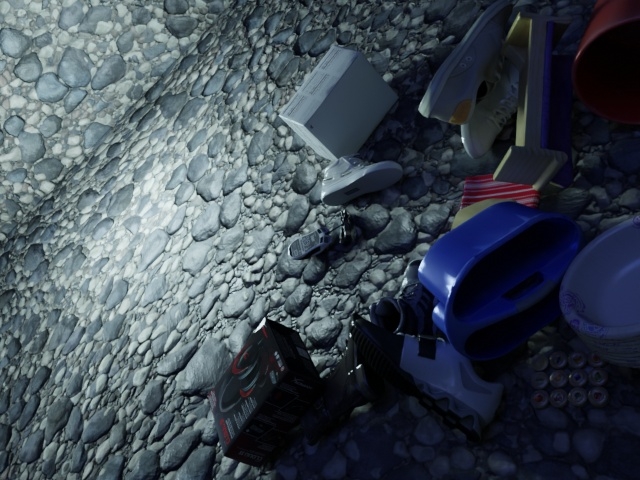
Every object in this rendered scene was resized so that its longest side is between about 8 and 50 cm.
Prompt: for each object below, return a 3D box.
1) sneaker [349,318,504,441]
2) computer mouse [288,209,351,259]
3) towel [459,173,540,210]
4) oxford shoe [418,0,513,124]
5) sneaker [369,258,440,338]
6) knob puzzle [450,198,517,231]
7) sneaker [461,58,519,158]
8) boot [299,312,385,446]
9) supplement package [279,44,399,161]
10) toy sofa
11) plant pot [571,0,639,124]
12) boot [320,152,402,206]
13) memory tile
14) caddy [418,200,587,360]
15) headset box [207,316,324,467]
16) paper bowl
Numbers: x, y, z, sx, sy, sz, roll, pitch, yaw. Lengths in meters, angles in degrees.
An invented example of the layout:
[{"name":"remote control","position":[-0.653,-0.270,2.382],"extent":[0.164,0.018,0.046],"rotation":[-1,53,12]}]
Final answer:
[{"name":"sneaker","position":[0.213,0.241,1.453],"extent":[0.330,0.122,0.146],"rotation":[37,69,10]},{"name":"computer mouse","position":[0.000,0.000,1.968],"extent":[0.193,0.042,0.106],"rotation":[-27,49,17]},{"name":"towel","position":[0.389,-0.041,1.649],"extent":[0.199,0.031,0.275],"rotation":[-4,58,40]},{"name":"oxford shoe","position":[0.379,-0.422,1.749],"extent":[0.130,0.169,0.449],"rotation":[29,55,9]},{"name":"sneaker","position":[0.188,0.136,1.599],"extent":[0.101,0.153,0.269],"rotation":[-16,51,35]},{"name":"knob puzzle","position":[0.365,-0.013,1.601],"extent":[0.213,0.030,0.213],"rotation":[-24,47,28]},{"name":"sneaker","position":[0.449,-0.335,1.761],"extent":[0.169,0.108,0.293],"rotation":[-6,55,44]},{"name":"boot","position":[0.030,0.311,1.666],"extent":[0.229,0.091,0.263],"rotation":[-37,34,27]},{"name":"supplement package","position":[0.055,-0.383,2.085],"extent":[0.262,0.204,0.145],"rotation":[-52,39,-3]},{"name":"toy sofa","position":[0.484,-0.300,1.574],"extent":[0.177,0.150,0.363],"rotation":[9,70,1]},{"name":"plant pot","position":[0.673,-0.421,1.522],"extent":[0.275,0.275,0.243],"rotation":[-14,42,35]},{"name":"boot","position":[0.105,-0.191,1.972],"extent":[0.258,0.095,0.123],"rotation":[-19,55,33]},{"name":"memory tile","position":[0.463,0.258,1.362],"extent":[0.148,0.012,0.113],"rotation":[-13,52,36]},{"name":"caddy","position":[0.357,0.077,1.394],"extent":[0.341,0.241,0.179],"rotation":[-32,32,-15]},{"name":"headset box","position":[-0.144,0.365,1.713],"extent":[0.293,0.110,0.218],"rotation":[-54,31,14]},{"name":"paper bowl","position":[0.571,0.096,1.250],"extent":[0.284,0.148,0.284],"rotation":[-34,24,18]}]
